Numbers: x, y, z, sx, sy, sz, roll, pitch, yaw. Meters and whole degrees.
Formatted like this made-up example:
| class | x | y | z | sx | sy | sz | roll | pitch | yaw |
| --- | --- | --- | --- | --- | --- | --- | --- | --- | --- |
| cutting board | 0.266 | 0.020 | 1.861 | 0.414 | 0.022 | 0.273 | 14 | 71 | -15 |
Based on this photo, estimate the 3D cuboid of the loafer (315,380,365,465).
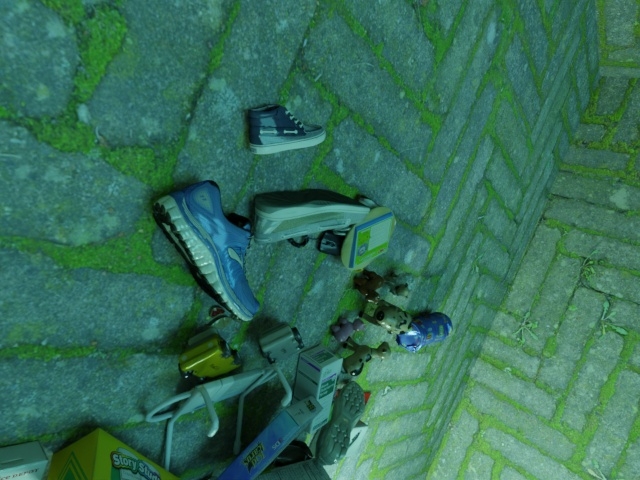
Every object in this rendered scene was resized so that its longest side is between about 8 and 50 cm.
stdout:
| class | x | y | z | sx | sy | sz | roll | pitch | yaw |
| --- | --- | --- | --- | --- | --- | --- | --- | --- | --- |
| loafer | 0.062 | 0.592 | 1.320 | 0.111 | 0.112 | 0.319 | -48 | 177 | 31 |

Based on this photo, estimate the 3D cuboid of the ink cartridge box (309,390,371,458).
| class | x | y | z | sx | sy | sz | roll | pitch | yaw |
| --- | --- | --- | --- | --- | --- | --- | --- | --- | --- |
| ink cartridge box | 0.097 | 0.685 | 1.485 | 0.275 | 0.060 | 0.238 | 30 | 86 | -51 |

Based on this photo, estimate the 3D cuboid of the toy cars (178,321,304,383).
| class | x | y | z | sx | sy | sz | roll | pitch | yaw |
| --- | --- | --- | --- | --- | --- | --- | --- | --- | --- |
| toy cars | -0.172 | 0.239 | 0.927 | 0.176 | 0.087 | 0.394 | -43 | 153 | 29 |

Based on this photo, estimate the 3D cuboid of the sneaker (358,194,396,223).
| class | x | y | z | sx | sy | sz | roll | pitch | yaw |
| --- | --- | --- | --- | --- | --- | --- | --- | --- | --- |
| sneaker | 0.150 | -0.067 | 1.172 | 0.178 | 0.072 | 0.077 | 29 | 98 | -43 |

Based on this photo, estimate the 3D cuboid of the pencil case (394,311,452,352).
| class | x | y | z | sx | sy | sz | roll | pitch | yaw |
| --- | --- | --- | --- | --- | --- | --- | --- | --- | --- |
| pencil case | 0.436 | 0.378 | 1.664 | 0.306 | 0.119 | 0.133 | 0 | 84 | -48 |

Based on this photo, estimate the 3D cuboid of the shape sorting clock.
| class | x | y | z | sx | sy | sz | roll | pitch | yaw |
| --- | --- | --- | --- | --- | --- | --- | --- | --- | --- |
| shape sorting clock | 0.134 | -0.005 | 1.129 | 0.206 | 0.040 | 0.206 | -26 | 133 | -32 |

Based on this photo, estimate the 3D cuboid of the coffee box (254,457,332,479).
| class | x | y | z | sx | sy | sz | roll | pitch | yaw |
| --- | --- | --- | --- | --- | --- | --- | --- | --- | --- |
| coffee box | -0.098 | 0.878 | 1.078 | 0.335 | 0.338 | 0.337 | 4 | 107 | -32 |

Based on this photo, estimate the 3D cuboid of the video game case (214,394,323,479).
| class | x | y | z | sx | sy | sz | roll | pitch | yaw |
| --- | --- | --- | --- | --- | --- | --- | --- | --- | --- |
| video game case | -0.130 | 0.525 | 1.027 | 0.269 | 0.061 | 0.244 | -46 | 162 | 0 |

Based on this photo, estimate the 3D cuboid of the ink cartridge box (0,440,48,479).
| class | x | y | z | sx | sy | sz | roll | pitch | yaw |
| --- | --- | --- | --- | --- | --- | --- | --- | --- | --- |
| ink cartridge box | -0.519 | 0.406 | 0.643 | 0.099 | 0.056 | 0.135 | 17 | 96 | -51 |

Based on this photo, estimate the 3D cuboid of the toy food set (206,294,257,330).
| class | x | y | z | sx | sy | sz | roll | pitch | yaw |
| --- | --- | --- | --- | --- | --- | --- | --- | --- | --- |
| toy food set | -0.203 | 0.157 | 0.910 | 0.122 | 0.019 | 0.077 | -8 | 114 | -38 |

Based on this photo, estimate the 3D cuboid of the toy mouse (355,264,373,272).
| class | x | y | z | sx | sy | sz | roll | pitch | yaw |
| --- | --- | --- | --- | --- | --- | --- | --- | --- | --- |
| toy mouse | 0.133 | 0.029 | 1.216 | 0.161 | 0.031 | 0.143 | 30 | 85 | -51 |

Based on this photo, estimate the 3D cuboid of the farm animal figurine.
| class | x | y | z | sx | sy | sz | roll | pitch | yaw |
| --- | --- | --- | --- | --- | --- | --- | --- | --- | --- |
| farm animal figurine | 0.198 | 0.272 | 1.299 | 0.327 | 0.172 | 0.330 | 2 | 107 | -49 |

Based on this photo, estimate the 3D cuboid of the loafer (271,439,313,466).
| class | x | y | z | sx | sy | sz | roll | pitch | yaw |
| --- | --- | --- | --- | --- | --- | --- | --- | --- | --- |
| loafer | -0.084 | 0.675 | 1.256 | 0.220 | 0.078 | 0.080 | 36 | 81 | -51 |

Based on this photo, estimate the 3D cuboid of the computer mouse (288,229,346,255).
| class | x | y | z | sx | sy | sz | roll | pitch | yaw |
| --- | --- | --- | --- | --- | --- | --- | --- | --- | --- |
| computer mouse | 0.000 | 0.000 | 1.043 | 0.242 | 0.041 | 0.071 | 12 | 100 | -50 |

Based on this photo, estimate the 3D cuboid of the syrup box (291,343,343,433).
| class | x | y | z | sx | sy | sz | roll | pitch | yaw |
| --- | --- | --- | --- | --- | --- | --- | --- | --- | --- |
| syrup box | -0.014 | 0.445 | 1.207 | 0.093 | 0.096 | 0.236 | -10 | 117 | -48 |

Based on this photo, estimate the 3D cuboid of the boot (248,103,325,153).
| class | x | y | z | sx | sy | sz | roll | pitch | yaw |
| --- | --- | --- | --- | --- | --- | --- | --- | --- | --- |
| boot | -0.063 | -0.238 | 0.827 | 0.190 | 0.069 | 0.086 | -24 | 128 | -38 |

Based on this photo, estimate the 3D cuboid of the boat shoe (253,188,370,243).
| class | x | y | z | sx | sy | sz | roll | pitch | yaw |
| --- | --- | --- | --- | --- | --- | --- | --- | --- | --- |
| boat shoe | -0.016 | -0.056 | 0.945 | 0.321 | 0.118 | 0.103 | -9 | 121 | -42 |

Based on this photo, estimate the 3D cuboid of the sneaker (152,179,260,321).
| class | x | y | z | sx | sy | sz | roll | pitch | yaw |
| --- | --- | --- | --- | --- | --- | --- | --- | --- | --- |
| sneaker | -0.179 | 0.028 | 0.784 | 0.147 | 0.130 | 0.330 | -40 | 134 | -25 |

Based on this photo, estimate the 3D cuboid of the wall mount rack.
| class | x | y | z | sx | sy | sz | roll | pitch | yaw |
| --- | --- | --- | --- | --- | --- | --- | --- | --- | --- |
| wall mount rack | -0.234 | 0.420 | 0.930 | 0.350 | 0.130 | 0.304 | 0 | 139 | -48 |

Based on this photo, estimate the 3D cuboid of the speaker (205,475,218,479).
| class | x | y | z | sx | sy | sz | roll | pitch | yaw |
| --- | --- | --- | --- | --- | --- | --- | --- | --- | --- |
| speaker | -0.314 | 0.647 | 1.000 | 0.136 | 0.055 | 0.055 | -3 | 110 | -48 |

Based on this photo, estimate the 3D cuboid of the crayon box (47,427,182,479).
| class | x | y | z | sx | sy | sz | roll | pitch | yaw |
| --- | --- | --- | --- | --- | --- | --- | --- | --- | --- |
| crayon box | -0.318 | 0.558 | 0.696 | 0.106 | 0.313 | 0.362 | -32 | 124 | -5 |
